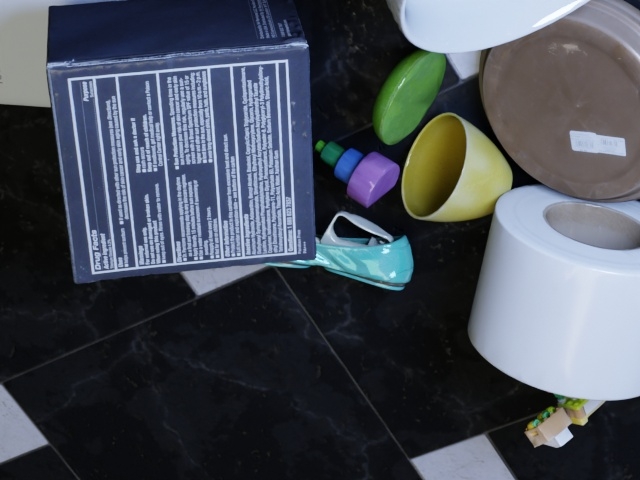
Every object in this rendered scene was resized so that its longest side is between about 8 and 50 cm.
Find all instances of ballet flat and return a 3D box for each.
[{"bbox_3d":[0.000,0.000,2.080,0.247,0.083,0.087,10,99,7],"label":"ballet flat"}]

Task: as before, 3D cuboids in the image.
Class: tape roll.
[{"bbox_3d":[0.309,0.056,1.920,0.246,0.246,0.169,12,115,6],"label":"tape roll"}]

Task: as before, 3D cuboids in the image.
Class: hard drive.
[{"bbox_3d":[-0.343,-0.264,2.003,0.319,0.040,0.210,5,123,11],"label":"hard drive"}]

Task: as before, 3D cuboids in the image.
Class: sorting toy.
[{"bbox_3d":[0.073,-0.216,1.915,0.126,0.127,0.365,33,124,19],"label":"sorting toy"}]

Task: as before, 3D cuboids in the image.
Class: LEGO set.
[{"bbox_3d":[0.376,0.152,2.047,0.287,0.132,0.107,-21,111,0],"label":"LEGO set"}]

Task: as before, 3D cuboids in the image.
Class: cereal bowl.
[{"bbox_3d":[0.202,-0.346,1.654,0.339,0.339,0.141,-40,65,31],"label":"cereal bowl"}]

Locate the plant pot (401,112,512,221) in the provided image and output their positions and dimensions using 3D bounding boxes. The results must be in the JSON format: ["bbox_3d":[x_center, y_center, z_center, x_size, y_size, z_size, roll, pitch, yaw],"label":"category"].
[{"bbox_3d":[0.175,-0.077,1.961,0.095,0.134,0.134,18,128,-27],"label":"plant pot"}]

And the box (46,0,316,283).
[{"bbox_3d":[-0.165,-0.128,1.922,0.294,0.182,0.296,-6,122,-7],"label":"box"}]

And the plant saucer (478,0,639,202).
[{"bbox_3d":[0.298,-0.158,1.859,0.278,0.041,0.277,21,132,26],"label":"plant saucer"}]
